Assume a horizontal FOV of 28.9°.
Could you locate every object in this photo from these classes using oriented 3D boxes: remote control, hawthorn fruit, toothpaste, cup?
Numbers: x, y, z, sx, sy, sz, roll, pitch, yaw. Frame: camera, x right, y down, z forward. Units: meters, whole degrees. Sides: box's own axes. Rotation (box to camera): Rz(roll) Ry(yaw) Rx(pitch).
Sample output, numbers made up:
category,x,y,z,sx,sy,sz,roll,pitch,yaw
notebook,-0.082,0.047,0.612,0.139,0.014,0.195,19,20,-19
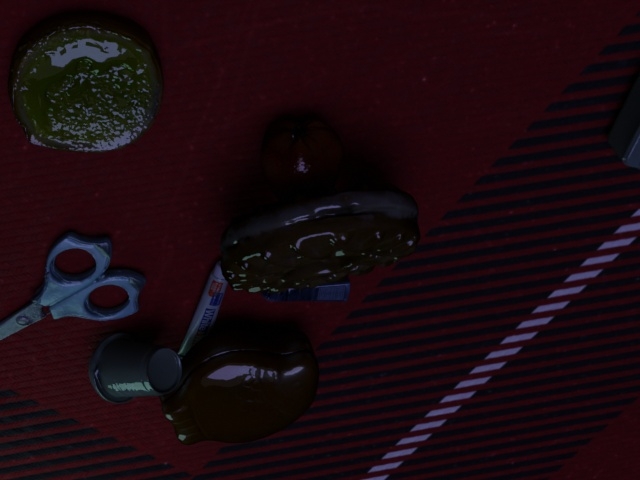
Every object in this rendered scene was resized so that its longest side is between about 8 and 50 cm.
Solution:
category,x,y,z,sx,sy,sz,roll,pitch,yaw
remote control,-0.026,0.087,2.121,0.153,0.027,0.043,-1,119,-13
hawthorn fruit,-0.027,-0.117,1.921,0.133,0.132,0.137,-8,128,-6
toothpaste,-0.193,0.123,2.112,0.052,0.033,0.218,9,126,-19
cup,-0.307,0.215,2.068,0.141,0.120,0.120,-2,139,45

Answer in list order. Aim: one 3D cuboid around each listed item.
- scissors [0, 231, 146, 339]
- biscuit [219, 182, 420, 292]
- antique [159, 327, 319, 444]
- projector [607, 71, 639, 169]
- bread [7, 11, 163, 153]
category,x,y,z,sx,sy,sz,roll,pitch,yaw
scissors,-0.468,0.118,2.052,0.360,0.029,0.191,-30,125,9
biscuit,0.000,0.000,1.923,0.332,0.103,0.332,-11,166,-3
antique,-0.137,0.244,2.131,0.278,0.129,0.223,-25,132,4
projector,0.618,-0.195,2.017,0.257,0.099,0.192,11,120,-18
bread,-0.345,-0.227,1.822,0.236,0.070,0.236,-6,125,-9
